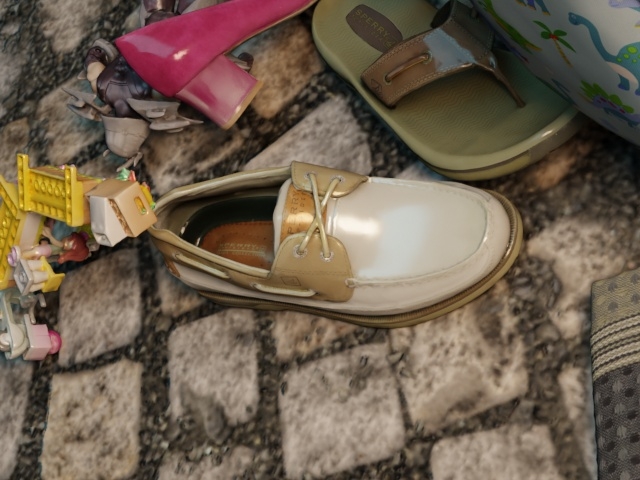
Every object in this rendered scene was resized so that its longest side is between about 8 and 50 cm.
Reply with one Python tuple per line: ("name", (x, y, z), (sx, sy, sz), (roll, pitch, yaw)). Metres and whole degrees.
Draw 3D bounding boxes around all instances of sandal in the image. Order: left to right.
("sandal", (0.081, -0.140, 1.092), (0.120, 0.086, 0.302), (-42, 47, -11))

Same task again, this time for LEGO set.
("LEGO set", (-0.194, -0.012, 1.177), (0.287, 0.107, 0.132), (-41, 65, 48))

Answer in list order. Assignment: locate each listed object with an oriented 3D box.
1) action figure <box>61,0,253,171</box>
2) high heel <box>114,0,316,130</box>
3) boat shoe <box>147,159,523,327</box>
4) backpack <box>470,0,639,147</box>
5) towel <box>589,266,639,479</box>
("action figure", (-0.131, -0.193, 1.274), (0.185, 0.099, 0.285), (14, 79, 30))
("high heel", (-0.066, -0.217, 1.187), (0.244, 0.117, 0.082), (-57, 17, -13))
("boat shoe", (0.000, 0.000, 1.081), (0.302, 0.103, 0.113), (-6, 64, 31))
("backpack", (0.202, -0.185, 0.836), (0.273, 0.356, 0.290), (-34, 46, -11))
("towel", (0.317, 0.110, 0.831), (0.324, 0.056, 0.312), (-19, 45, 27))
